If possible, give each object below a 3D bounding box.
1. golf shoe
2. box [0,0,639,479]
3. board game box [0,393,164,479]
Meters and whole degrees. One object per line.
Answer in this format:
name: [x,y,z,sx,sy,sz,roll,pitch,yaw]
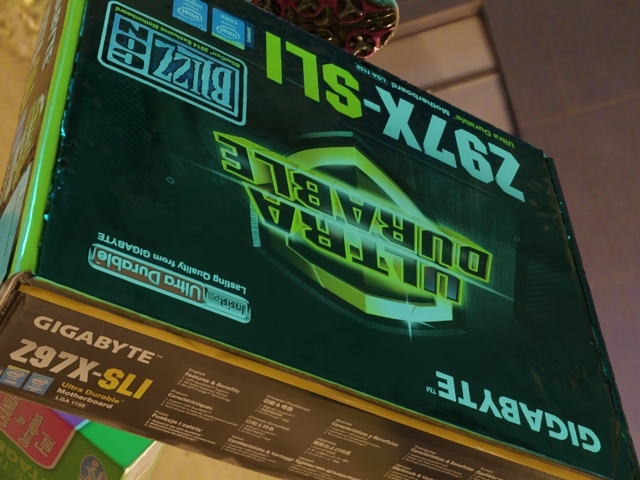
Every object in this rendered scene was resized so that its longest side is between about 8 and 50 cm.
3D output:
golf shoe: [-0.028,-0.161,0.795,0.086,0.186,0.067,-59,140,-45]
box: [0.000,0.000,0.585,0.322,0.079,0.257,23,38,-23]
board game box: [-0.272,0.111,0.833,0.316,0.242,0.064,37,43,9]
